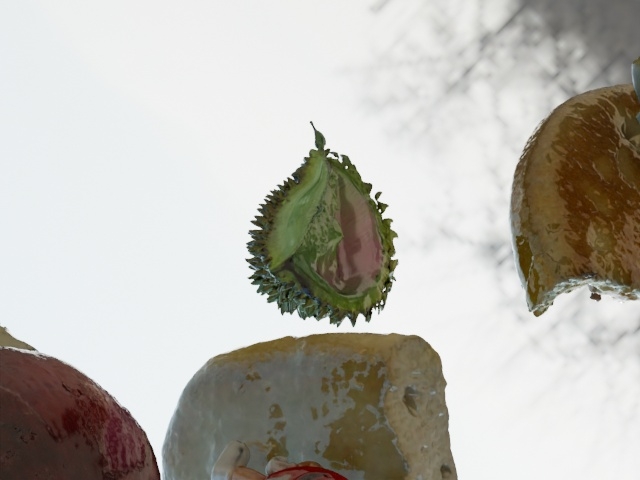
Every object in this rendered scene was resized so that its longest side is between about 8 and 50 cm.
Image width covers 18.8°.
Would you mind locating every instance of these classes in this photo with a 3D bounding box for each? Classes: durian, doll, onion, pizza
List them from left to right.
[{"bbox_3d":[-0.236,0.203,1.329,0.276,0.276,0.276,42,-168,-11],"label":"onion"},{"bbox_3d":[-0.039,0.293,2.037,0.217,0.183,0.085,15,136,25],"label":"doll"},{"bbox_3d":[-0.005,0.006,1.691,0.137,0.095,0.220,49,-144,-23],"label":"durian"},{"bbox_3d":[0.261,-0.034,1.774,0.182,0.074,0.365,38,-140,-13],"label":"pizza"}]

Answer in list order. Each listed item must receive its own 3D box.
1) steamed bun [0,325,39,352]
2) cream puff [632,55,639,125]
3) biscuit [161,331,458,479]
[{"bbox_3d":[-0.351,0.213,1.863,0.203,0.289,0.276,30,-143,30],"label":"steamed bun"},{"bbox_3d":[0.345,-0.137,1.742,0.121,0.156,0.156,30,-161,-40],"label":"cream puff"},{"bbox_3d":[-0.014,0.313,2.251,0.104,0.446,0.429,-21,-71,-54],"label":"biscuit"}]
